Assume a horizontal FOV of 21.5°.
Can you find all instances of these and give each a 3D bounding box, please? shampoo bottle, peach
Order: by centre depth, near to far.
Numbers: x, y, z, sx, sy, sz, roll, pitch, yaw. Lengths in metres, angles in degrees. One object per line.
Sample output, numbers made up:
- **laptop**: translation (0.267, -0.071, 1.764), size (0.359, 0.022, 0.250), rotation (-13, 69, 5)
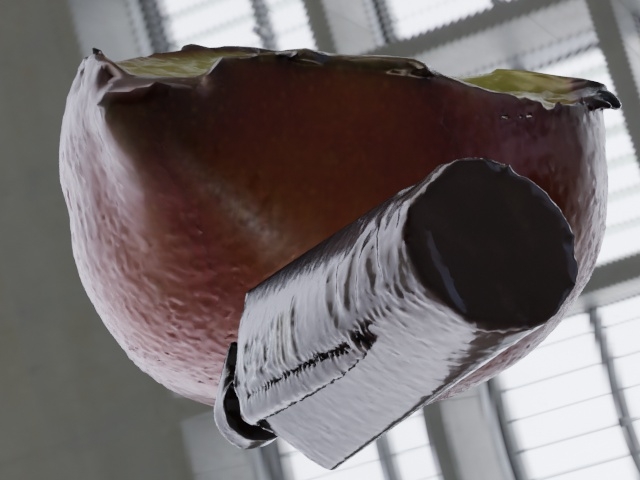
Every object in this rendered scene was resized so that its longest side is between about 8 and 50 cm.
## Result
- **shampoo bottle**: translation (0.011, 0.036, 0.628), size (0.067, 0.236, 0.068), rotation (27, -118, -12)
- **peach**: translation (0.000, 0.000, 0.890), size (0.257, 0.361, 0.201), rotation (10, -83, 31)
